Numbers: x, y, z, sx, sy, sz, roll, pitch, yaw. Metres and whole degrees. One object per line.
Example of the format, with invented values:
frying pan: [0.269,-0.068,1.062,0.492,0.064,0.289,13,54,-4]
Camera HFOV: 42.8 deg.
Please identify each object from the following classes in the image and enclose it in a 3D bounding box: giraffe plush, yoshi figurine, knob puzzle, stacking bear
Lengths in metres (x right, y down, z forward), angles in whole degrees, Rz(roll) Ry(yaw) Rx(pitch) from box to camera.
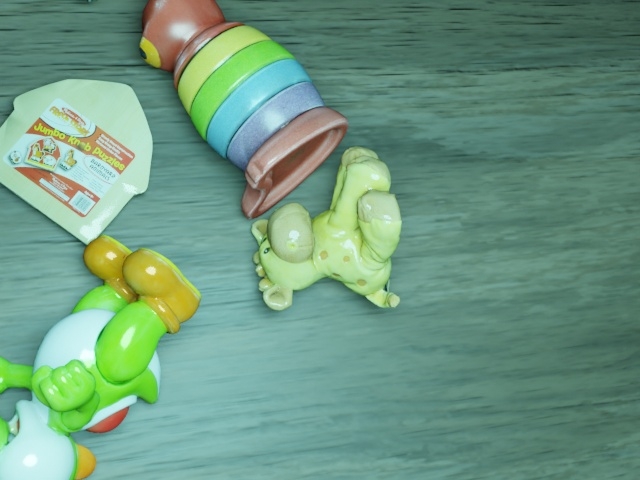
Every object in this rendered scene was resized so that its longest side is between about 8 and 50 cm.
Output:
giraffe plush: [0.000,0.000,1.017,0.170,0.181,0.210,-6,113,-6]
yoshi figurine: [-0.308,0.151,0.875,0.203,0.203,0.362,30,73,11]
knob puzzle: [-0.296,-0.116,1.016,0.213,0.030,0.213,3,76,-13]
stacking bear: [-0.116,-0.199,1.024,0.164,0.175,0.289,-39,81,-18]

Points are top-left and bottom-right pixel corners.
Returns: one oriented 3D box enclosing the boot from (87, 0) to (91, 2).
boot: [-0.402,-0.357,1.023,0.208,0.076,0.190,-20,68,-25]
